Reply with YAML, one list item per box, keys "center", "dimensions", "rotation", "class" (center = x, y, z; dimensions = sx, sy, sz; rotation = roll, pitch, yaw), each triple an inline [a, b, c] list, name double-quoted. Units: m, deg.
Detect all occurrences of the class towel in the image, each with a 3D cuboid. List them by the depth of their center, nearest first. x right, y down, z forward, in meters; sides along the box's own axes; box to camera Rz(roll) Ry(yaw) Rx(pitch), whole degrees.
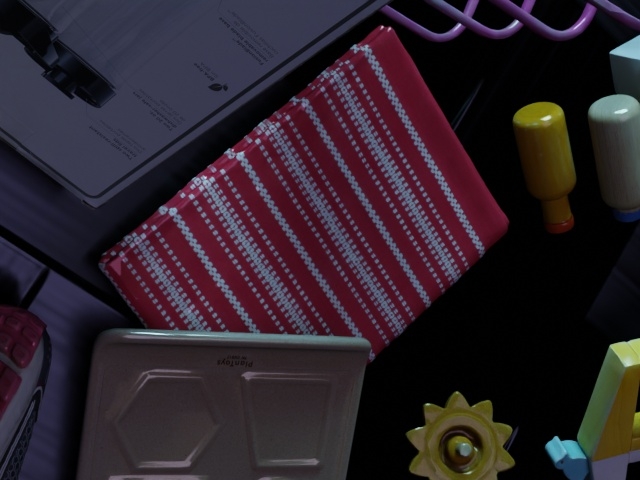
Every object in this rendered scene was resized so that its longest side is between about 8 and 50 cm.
- center: [0.000, 0.000, 0.831]
  dimensions: [0.275, 0.031, 0.199]
  rotation: [-41, 115, -15]
  class: "towel"

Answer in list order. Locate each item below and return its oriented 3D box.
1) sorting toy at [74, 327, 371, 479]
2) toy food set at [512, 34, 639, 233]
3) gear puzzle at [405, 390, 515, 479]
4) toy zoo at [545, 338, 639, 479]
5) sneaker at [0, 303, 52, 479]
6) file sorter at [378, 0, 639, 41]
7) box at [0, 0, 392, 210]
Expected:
- center: [-0.072, 0.154, 0.793]
  dimensions: [0.193, 0.038, 0.208]
  rotation: [4, 107, -24]
  class: "sorting toy"
- center: [0.273, -0.091, 0.921]
  dimensions: [0.232, 0.111, 0.104]
  rotation: [-30, 121, -22]
  class: "toy food set"
- center: [0.088, 0.283, 0.874]
  dimensions: [0.176, 0.044, 0.338]
  rotation: [4, 82, -10]
  class: "gear puzzle"
- center: [0.325, 0.146, 0.952]
  dimensions: [0.293, 0.030, 0.192]
  rotation: [-11, 125, -12]
  class: "toy zoo"
- center: [-0.238, 0.178, 0.694]
  dimensions: [0.112, 0.121, 0.299]
  rotation: [32, 79, -57]
  class: "sneaker"
- center: [0.135, -0.241, 0.727]
  dimensions: [0.182, 0.291, 0.202]
  rotation: [23, 85, -31]
  class: "file sorter"
- center: [-0.088, -0.151, 0.626]
  dimensions: [0.169, 0.290, 0.087]
  rotation: [39, 40, -25]
  class: "box"
